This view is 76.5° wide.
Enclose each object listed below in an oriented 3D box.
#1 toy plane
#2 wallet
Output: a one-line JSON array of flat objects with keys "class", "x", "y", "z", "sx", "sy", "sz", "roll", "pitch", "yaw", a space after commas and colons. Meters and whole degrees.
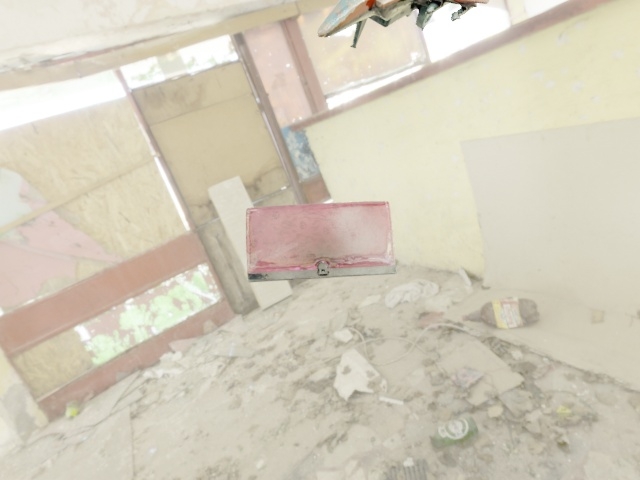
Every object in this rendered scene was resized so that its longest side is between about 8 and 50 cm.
[{"class": "toy plane", "x": 0.089, "y": -0.324, "z": 0.530, "sx": 0.326, "sy": 0.222, "sz": 0.104, "roll": -51, "pitch": -11, "yaw": -24}, {"class": "wallet", "x": 0.000, "y": 0.000, "z": 0.638, "sx": 0.232, "sy": 0.120, "sz": 0.025, "roll": -3, "pitch": -10, "yaw": -3}]
